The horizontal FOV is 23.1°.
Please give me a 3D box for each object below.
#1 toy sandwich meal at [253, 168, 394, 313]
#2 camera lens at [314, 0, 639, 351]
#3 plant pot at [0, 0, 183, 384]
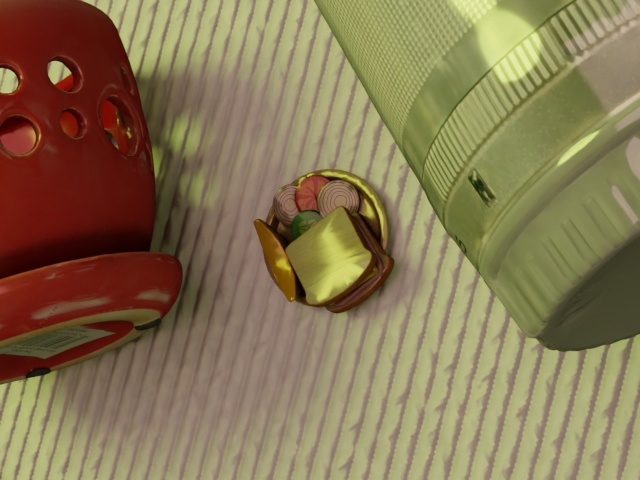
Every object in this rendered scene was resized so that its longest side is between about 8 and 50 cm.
[{"bbox_3d":[0.000,0.000,0.855,0.086,0.029,0.085,-4,80,25],"label":"toy sandwich meal"},{"bbox_3d":[0.119,-0.116,0.710,0.219,0.219,0.274,-35,68,17],"label":"camera lens"},{"bbox_3d":[-0.180,-0.016,0.859,0.191,0.191,0.174,-22,78,21],"label":"plant pot"}]
